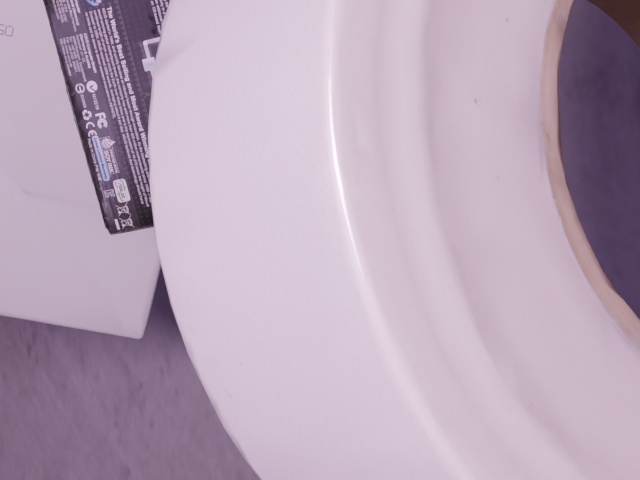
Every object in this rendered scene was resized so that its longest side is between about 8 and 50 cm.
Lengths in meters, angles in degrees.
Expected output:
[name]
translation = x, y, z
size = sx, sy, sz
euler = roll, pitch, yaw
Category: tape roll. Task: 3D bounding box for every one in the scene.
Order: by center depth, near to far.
[tape roll]
translation = 0.094, -0.022, 0.595
size = 0.100, 0.286, 0.286
euler = -13, 83, 55

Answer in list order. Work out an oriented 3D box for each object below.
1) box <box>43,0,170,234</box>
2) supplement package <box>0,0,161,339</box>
[box]
translation = -0.032, -0.111, 0.868
size = 0.184, 0.045, 0.190
euler = -12, 99, 19
[supplement package]
translation = -0.198, -0.089, 1.012
size = 0.145, 0.262, 0.204
euler = -96, 20, -60
